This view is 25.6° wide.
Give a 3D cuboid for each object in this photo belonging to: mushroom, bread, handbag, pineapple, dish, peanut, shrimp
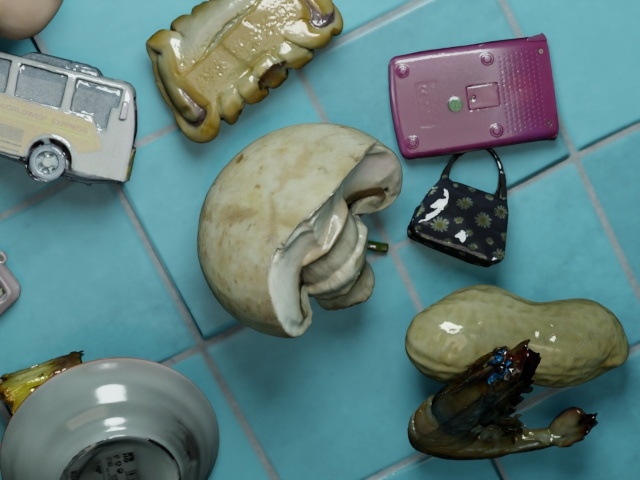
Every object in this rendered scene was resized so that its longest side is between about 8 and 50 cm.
[{"bbox_3d":[-0.034,-0.018,1.587,0.254,0.189,0.195,-52,145,-13],"label":"mushroom"},{"bbox_3d":[-0.090,-0.220,1.585,0.225,0.081,0.134,-36,97,6],"label":"bread"},{"bbox_3d":[0.174,-0.046,1.654,0.115,0.072,0.139,20,79,-2],"label":"handbag"},{"bbox_3d":[-0.309,0.183,1.671,0.137,0.069,0.116,31,93,-18],"label":"pineapple"},{"bbox_3d":[-0.238,0.267,1.637,0.260,0.085,0.260,-7,118,-13],"label":"dish"},{"bbox_3d":[0.232,0.114,1.663,0.274,0.125,0.111,5,126,-11],"label":"peanut"},{"bbox_3d":[0.228,0.195,1.625,0.222,0.290,0.054,6,58,-13],"label":"shrimp"}]

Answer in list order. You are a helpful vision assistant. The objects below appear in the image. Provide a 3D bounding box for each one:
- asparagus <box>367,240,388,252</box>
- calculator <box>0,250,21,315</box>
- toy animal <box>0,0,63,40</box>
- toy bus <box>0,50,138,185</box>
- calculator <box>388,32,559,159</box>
[{"bbox_3d":[0.000,0.000,1.670,0.163,0.016,0.016,5,120,-6],"label":"asparagus"},{"bbox_3d":[-0.430,0.074,1.650,0.175,0.032,0.100,-44,101,5],"label":"calculator"},{"bbox_3d":[-0.389,-0.288,1.487,0.250,0.166,0.154,6,118,-16],"label":"toy animal"},{"bbox_3d":[-0.371,-0.153,1.576,0.342,0.097,0.138,13,94,-5],"label":"toy bus"},{"bbox_3d":[0.177,-0.164,1.632,0.190,0.034,0.127,-9,96,-1],"label":"calculator"}]
